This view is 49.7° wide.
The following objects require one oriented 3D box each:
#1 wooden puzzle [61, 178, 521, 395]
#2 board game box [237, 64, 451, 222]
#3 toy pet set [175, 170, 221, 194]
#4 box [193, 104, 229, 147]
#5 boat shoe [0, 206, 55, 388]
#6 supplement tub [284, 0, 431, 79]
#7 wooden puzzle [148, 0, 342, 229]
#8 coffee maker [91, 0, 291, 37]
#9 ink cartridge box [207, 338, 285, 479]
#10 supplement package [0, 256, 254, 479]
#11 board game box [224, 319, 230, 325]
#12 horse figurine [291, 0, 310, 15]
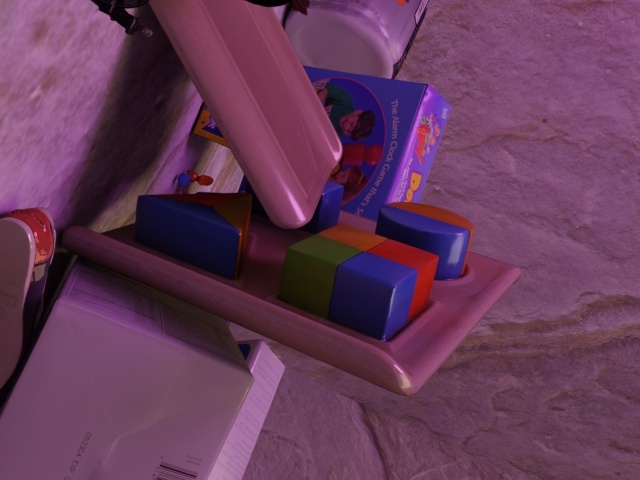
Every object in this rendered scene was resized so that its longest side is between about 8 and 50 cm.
[{"bbox_3d":[0.000,0.000,0.644,0.348,0.322,0.081,-18,123,-60],"label":"wooden puzzle"},{"bbox_3d":[0.001,-0.045,0.908,0.078,0.233,0.347,21,88,-55],"label":"board game box"},{"bbox_3d":[-0.183,-0.047,0.954,0.114,0.065,0.122,-2,121,-51],"label":"toy pet set"},{"bbox_3d":[-0.116,-0.159,0.921,0.169,0.059,0.054,-70,-177,-80],"label":"box"},{"bbox_3d":[-0.210,0.042,0.462,0.043,0.049,0.137,-76,-174,-73],"label":"boat shoe"},{"bbox_3d":[0.093,-0.441,1.180,0.207,0.207,0.338,118,-4,-68],"label":"supplement tub"},{"bbox_3d":[-0.058,-0.137,0.633,0.044,0.221,0.239,-24,-166,19],"label":"wooden puzzle"},{"bbox_3d":[-0.065,-0.207,0.421,0.171,0.120,0.178,-41,-177,7],"label":"coffee maker"},{"bbox_3d":[-0.213,0.254,0.745,0.303,0.072,0.307,-10,-137,36],"label":"ink cartridge box"},{"bbox_3d":[-0.172,0.137,0.556,0.194,0.149,0.203,-64,-163,1],"label":"supplement package"},{"bbox_3d":[-0.199,0.117,0.905,0.281,0.145,0.027,-63,-179,40],"label":"board game box"},{"bbox_3d":[0.006,-0.413,0.934,0.174,0.066,0.263,75,38,-83],"label":"horse figurine"}]
